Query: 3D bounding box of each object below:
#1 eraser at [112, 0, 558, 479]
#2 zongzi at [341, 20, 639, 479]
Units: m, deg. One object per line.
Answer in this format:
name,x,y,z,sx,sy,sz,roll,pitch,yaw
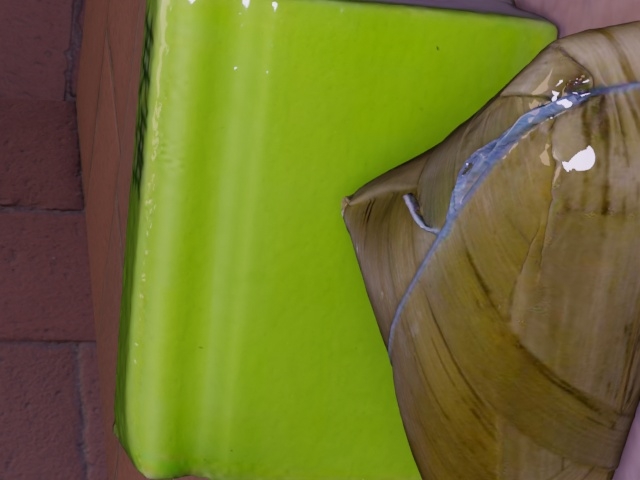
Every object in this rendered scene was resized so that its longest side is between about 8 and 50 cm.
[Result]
eraser,0.000,0.000,0.847,0.092,0.210,0.274,-120,37,-64
zongzi,0.098,0.059,0.651,0.228,0.115,0.256,141,124,-66
